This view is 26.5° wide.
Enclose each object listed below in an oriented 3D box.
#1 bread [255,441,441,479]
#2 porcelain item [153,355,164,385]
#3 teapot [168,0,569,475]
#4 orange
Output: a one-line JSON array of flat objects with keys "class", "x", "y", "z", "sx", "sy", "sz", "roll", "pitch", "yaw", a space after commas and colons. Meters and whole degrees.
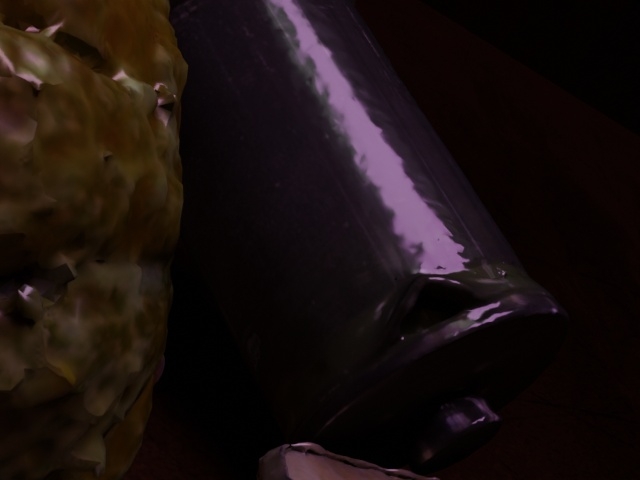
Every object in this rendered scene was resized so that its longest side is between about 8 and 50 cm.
[{"class": "bread", "x": 0.065, "y": 0.183, "z": 0.725, "sx": 0.232, "sy": 0.064, "sz": 0.172, "roll": 37, "pitch": 20, "yaw": 8}, {"class": "porcelain item", "x": -0.170, "y": 0.015, "z": 0.774, "sx": 0.084, "sy": 0.054, "sz": 0.213, "roll": 14, "pitch": 22, "yaw": -44}, {"class": "teapot", "x": 0.000, "y": 0.000, "z": 0.856, "sx": 0.200, "sy": 0.270, "sz": 0.337, "roll": -21, "pitch": 64, "yaw": -17}, {"class": "orange", "x": -0.162, "y": -0.007, "z": 0.484, "sx": 0.223, "sy": 0.300, "sz": 0.301, "roll": 1, "pitch": -10, "yaw": -14}]
